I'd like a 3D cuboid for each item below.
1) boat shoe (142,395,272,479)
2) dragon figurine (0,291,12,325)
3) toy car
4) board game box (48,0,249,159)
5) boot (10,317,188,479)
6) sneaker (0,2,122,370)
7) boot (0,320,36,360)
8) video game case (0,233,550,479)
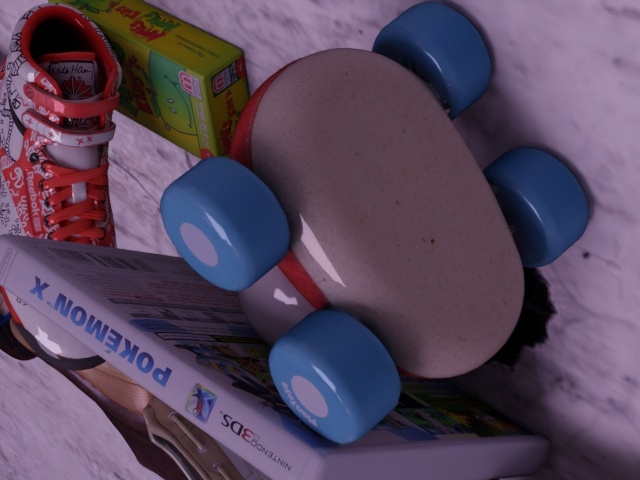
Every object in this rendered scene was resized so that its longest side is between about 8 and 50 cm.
[{"bbox_3d":[-0.068,0.262,1.302,0.302,0.103,0.113,58,161,25],"label":"boat shoe"},{"bbox_3d":[-0.308,0.024,1.445,0.085,0.144,0.289,55,163,18],"label":"dragon figurine"},{"bbox_3d":[0.000,0.000,0.877,0.210,0.219,0.238,55,151,-8],"label":"toy car"},{"bbox_3d":[-0.135,-0.136,1.084,0.181,0.043,0.092,30,145,31],"label":"board game box"},{"bbox_3d":[-0.237,0.175,1.532,0.248,0.090,0.207,18,136,38],"label":"boot"},{"bbox_3d":[-0.197,-0.047,1.041,0.145,0.090,0.270,130,133,-56],"label":"sneaker"},{"bbox_3d":[-0.387,0.043,1.631,0.106,0.082,0.219,52,164,45],"label":"boot"},{"bbox_3d":[-0.026,0.087,0.977,0.300,0.329,0.036,30,100,31],"label":"video game case"}]
